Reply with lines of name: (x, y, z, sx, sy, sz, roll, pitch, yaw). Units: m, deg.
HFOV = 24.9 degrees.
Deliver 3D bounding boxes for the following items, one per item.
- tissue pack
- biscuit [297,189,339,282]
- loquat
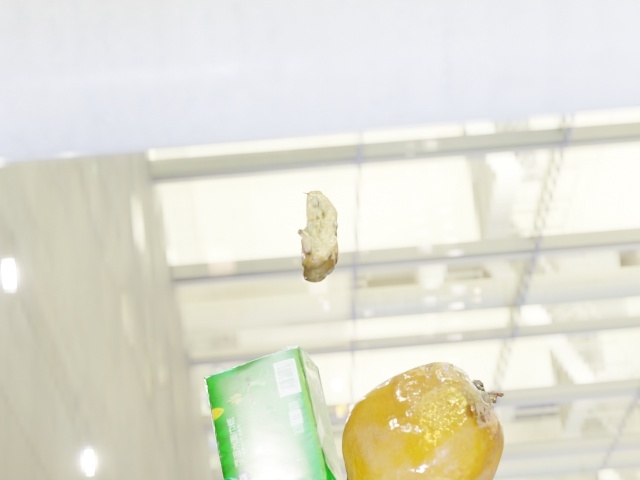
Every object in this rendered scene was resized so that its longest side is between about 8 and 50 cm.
tissue pack: (-0.053, 0.277, 1.938, 0.156, 0.148, 0.209, 58, 15, -59)
biscuit: (0.000, 0.000, 2.257, 0.183, 0.061, 0.118, -86, 174, -57)
loquat: (0.135, 0.256, 1.871, 0.187, 0.234, 0.176, 57, 3, -19)
